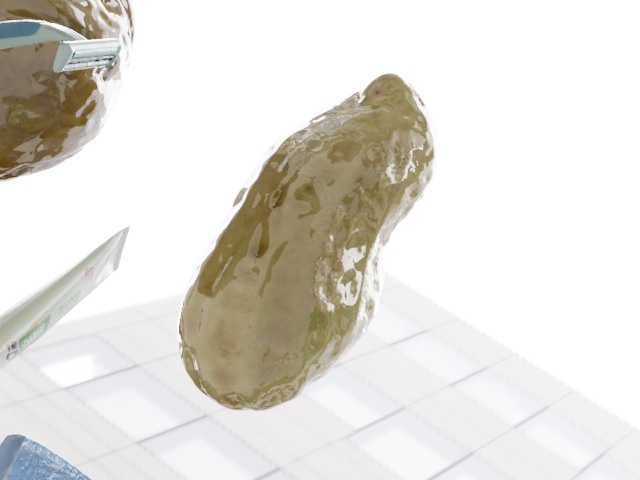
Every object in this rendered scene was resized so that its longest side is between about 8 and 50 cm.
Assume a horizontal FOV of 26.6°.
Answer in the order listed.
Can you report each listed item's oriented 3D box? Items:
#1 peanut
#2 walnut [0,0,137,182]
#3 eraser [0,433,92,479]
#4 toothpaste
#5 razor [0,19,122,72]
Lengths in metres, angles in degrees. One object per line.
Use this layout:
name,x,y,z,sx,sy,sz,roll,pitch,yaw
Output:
peanut,0.000,0.000,1.365,0.169,0.192,0.387,12,-114,53
walnut,-0.341,-0.210,1.313,0.333,0.333,0.333,4,-82,29
eraser,-0.409,0.411,1.716,0.042,0.144,0.312,0,-123,41
toothpaste,-0.324,0.079,1.576,0.058,0.314,0.056,-11,-69,38
razor,-0.223,-0.114,0.843,0.191,0.068,0.037,-4,-83,20
